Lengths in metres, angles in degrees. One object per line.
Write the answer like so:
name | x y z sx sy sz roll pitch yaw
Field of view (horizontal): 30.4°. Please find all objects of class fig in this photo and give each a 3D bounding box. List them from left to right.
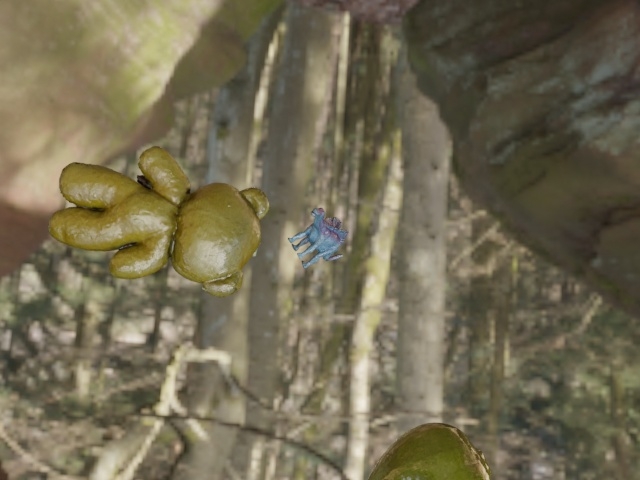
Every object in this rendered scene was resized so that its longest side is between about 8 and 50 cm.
fig | 0.174 0.415 1.906 0.207 0.230 0.207 36 150 24

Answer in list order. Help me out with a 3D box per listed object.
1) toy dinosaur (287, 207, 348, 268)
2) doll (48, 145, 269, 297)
toy dinosaur | 0.000 0.000 1.650 0.080 0.045 0.197 -31 158 -2
doll | -0.163 -0.018 1.183 0.209 0.137 0.097 16 162 -1
